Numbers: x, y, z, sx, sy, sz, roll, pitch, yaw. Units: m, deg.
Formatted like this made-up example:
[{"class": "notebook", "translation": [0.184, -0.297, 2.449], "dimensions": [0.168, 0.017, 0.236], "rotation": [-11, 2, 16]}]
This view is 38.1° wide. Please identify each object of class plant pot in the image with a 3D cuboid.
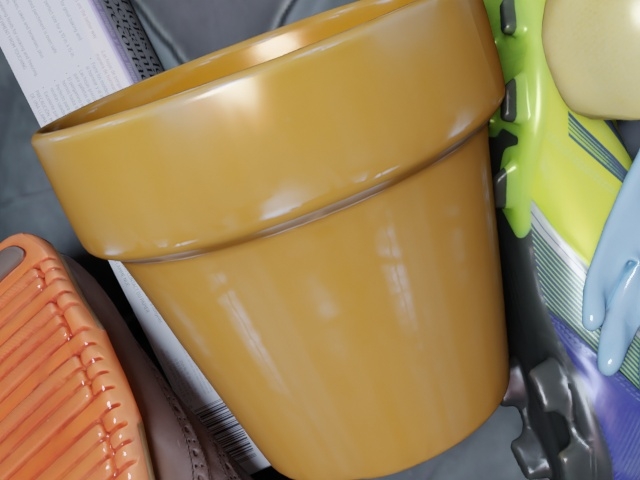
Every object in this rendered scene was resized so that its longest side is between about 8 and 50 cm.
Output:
[{"class": "plant pot", "translation": [0.000, 0.000, 0.435], "dimensions": [0.205, 0.205, 0.188], "rotation": [-16, 106, 15]}]

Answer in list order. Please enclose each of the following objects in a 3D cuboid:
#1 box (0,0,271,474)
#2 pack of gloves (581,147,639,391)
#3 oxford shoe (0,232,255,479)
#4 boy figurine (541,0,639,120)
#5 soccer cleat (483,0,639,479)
[{"class": "box", "translation": [-0.093, -0.020, 0.540], "dimensions": [0.067, 0.063, 0.324], "rotation": [-27, 90, 15]}, {"class": "pack of gloves", "translation": [0.240, -0.009, 0.427], "dimensions": [0.195, 0.046, 0.232], "rotation": [23, 87, -5]}, {"class": "oxford shoe", "translation": [-0.082, 0.157, 0.475], "dimensions": [0.130, 0.133, 0.363], "rotation": [-38, 68, 25]}, {"class": "boy figurine", "translation": [0.129, -0.190, 0.417], "dimensions": [0.092, 0.177, 0.285], "rotation": [-21, 79, 50]}, {"class": "soccer cleat", "translation": [0.141, -0.008, 0.488], "dimensions": [0.121, 0.093, 0.289], "rotation": [-11, 90, -16]}]
